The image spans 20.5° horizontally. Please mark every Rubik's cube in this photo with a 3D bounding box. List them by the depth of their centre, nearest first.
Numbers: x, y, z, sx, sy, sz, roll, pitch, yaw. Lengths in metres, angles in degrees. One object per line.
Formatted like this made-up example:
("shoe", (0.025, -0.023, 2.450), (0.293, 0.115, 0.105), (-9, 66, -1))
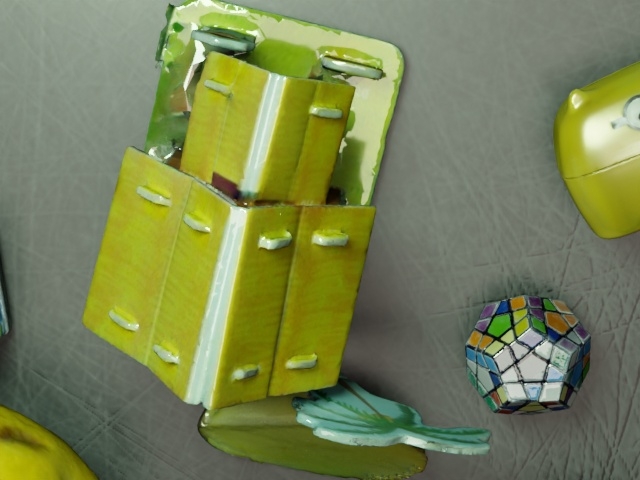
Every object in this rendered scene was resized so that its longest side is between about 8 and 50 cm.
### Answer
("Rubik's cube", (0.176, 0.098, 1.507), (0.111, 0.093, 0.111), (0, 98, 2))

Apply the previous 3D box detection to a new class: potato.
("potato", (-0.004, 0.159, 1.530), (0.198, 0.119, 0.054), (4, 61, 5))

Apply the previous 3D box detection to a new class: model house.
("model house", (0.000, 0.000, 1.376), (0.340, 0.323, 0.300), (14, 101, -1))

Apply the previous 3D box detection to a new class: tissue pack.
("tissue pack", (0.278, -0.091, 1.452), (0.178, 0.123, 0.127), (-22, 99, 6))

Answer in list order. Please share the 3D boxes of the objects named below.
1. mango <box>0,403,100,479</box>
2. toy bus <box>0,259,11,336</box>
("mango", (-0.392, 0.245, 1.475), (0.445, 0.220, 0.301), (4, 136, 4))
("toy bus", (-0.392, 0.050, 1.493), (0.234, 0.133, 0.116), (-7, 101, 3))
